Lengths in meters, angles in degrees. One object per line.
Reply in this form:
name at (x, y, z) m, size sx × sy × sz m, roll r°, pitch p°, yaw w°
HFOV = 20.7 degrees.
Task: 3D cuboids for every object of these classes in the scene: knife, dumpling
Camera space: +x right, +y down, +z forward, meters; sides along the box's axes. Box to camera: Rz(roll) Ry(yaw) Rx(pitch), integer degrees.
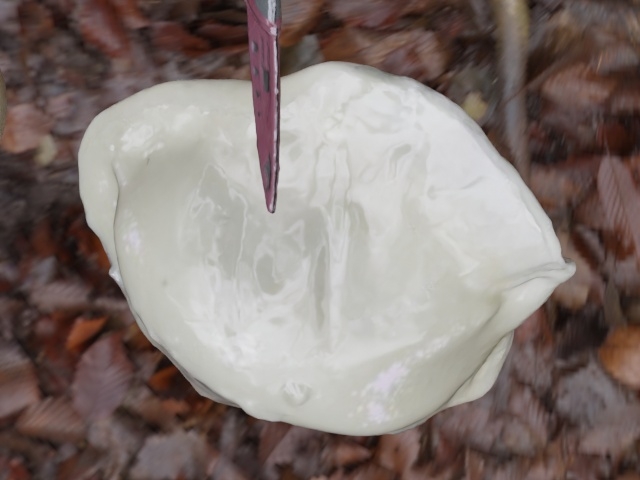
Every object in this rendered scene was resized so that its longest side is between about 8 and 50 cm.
knife at (-0.030, -0.126, 0.888) m, size 0.018 × 0.035 × 0.247 m, roll -13°, pitch 121°, yaw -23°
dumpling at (0.000, 0.000, 1.093) m, size 0.318 × 0.187 × 0.243 m, roll 28°, pitch 134°, yaw -9°

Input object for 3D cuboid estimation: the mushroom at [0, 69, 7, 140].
mushroom at (-0.397, -0.103, 1.542) m, size 0.246 × 0.246 × 0.202 m, roll -36°, pitch 137°, yaw 14°
